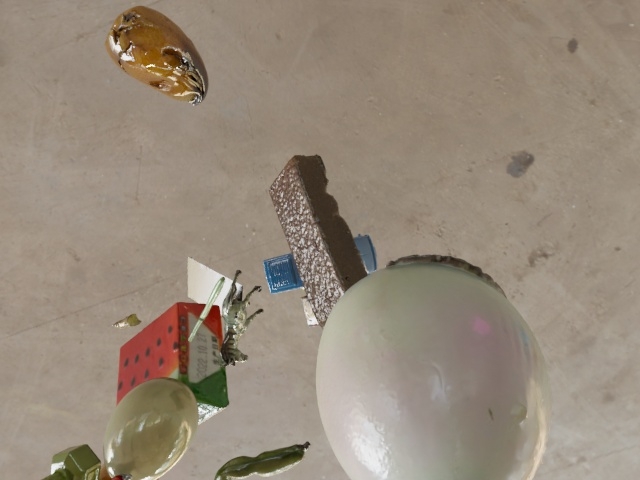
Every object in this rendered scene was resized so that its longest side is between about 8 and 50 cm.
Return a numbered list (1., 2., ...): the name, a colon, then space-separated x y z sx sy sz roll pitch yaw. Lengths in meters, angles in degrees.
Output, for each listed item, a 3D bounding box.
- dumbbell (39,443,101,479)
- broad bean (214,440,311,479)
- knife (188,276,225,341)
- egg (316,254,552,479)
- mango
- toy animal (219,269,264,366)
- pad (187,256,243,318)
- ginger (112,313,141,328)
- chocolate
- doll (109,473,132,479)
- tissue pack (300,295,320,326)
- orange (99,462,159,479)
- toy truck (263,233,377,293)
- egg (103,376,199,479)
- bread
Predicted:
1. dumbbell: -0.610 0.541 1.026 0.108 0.302 0.121 11 99 21
2. broad bean: -0.120 0.467 1.016 0.213 0.048 0.070 -16 133 -5
3. knife: -0.209 0.127 0.890 0.014 0.030 0.207 29 128 -7
4. egg: 0.165 0.248 0.716 0.354 0.340 0.354 1 118 3
5. mango: -0.396 -0.448 1.196 0.201 0.287 0.153 -5 77 11
6. toy animal: -0.214 0.204 1.244 0.073 0.176 0.217 13 134 18
7. pad: -0.349 0.167 1.600 0.265 0.009 0.159 23 118 31
8. ginger: -0.722 0.304 1.831 0.137 0.057 0.044 -18 130 36
9. chocolate: -0.452 0.397 1.447 0.360 0.341 0.161 -36 136 23
10. doll: -0.388 0.473 0.937 0.039 0.057 0.114 18 159 -19
11. tissue pack: 0.010 0.224 1.586 0.060 0.148 0.109 -15 90 -42
12. orange: -0.509 0.655 1.232 0.171 0.240 0.240 18 116 -18
13. toy truck: 0.000 0.087 1.693 0.385 0.162 0.161 -13 89 21
14. egg: -0.373 0.419 1.083 0.186 0.242 0.186 8 130 10
15. bread: 0.000 0.000 1.209 0.113 0.416 0.165 -6 155 -35
